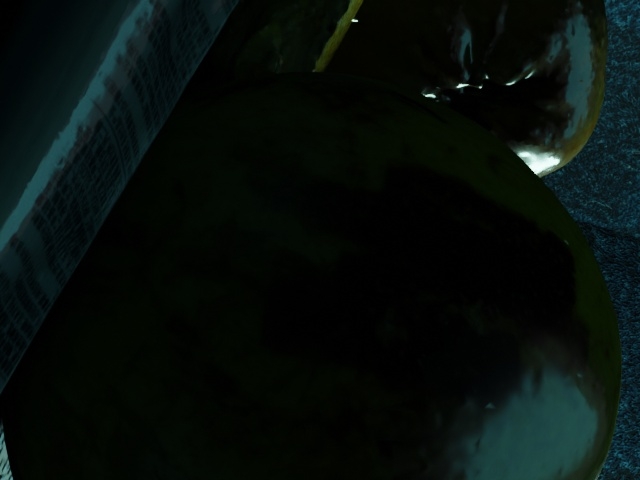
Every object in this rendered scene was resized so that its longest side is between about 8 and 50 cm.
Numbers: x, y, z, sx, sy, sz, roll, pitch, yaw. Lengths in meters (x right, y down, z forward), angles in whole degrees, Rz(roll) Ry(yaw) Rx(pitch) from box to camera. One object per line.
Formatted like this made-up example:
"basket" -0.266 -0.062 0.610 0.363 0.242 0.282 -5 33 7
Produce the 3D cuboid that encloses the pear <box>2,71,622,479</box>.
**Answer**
"pear" -0.001 0.060 0.673 0.283 0.283 0.284 17 90 -87

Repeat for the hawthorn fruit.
"hawthorn fruit" 0.099 -0.179 1.234 0.301 0.267 0.268 -90 -169 -51

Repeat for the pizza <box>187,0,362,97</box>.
"pizza" 0.004 -0.178 0.924 0.288 0.075 0.280 -59 -177 4

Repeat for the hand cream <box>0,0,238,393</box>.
"hand cream" -0.087 -0.054 0.520 0.124 0.077 0.341 100 15 -72
